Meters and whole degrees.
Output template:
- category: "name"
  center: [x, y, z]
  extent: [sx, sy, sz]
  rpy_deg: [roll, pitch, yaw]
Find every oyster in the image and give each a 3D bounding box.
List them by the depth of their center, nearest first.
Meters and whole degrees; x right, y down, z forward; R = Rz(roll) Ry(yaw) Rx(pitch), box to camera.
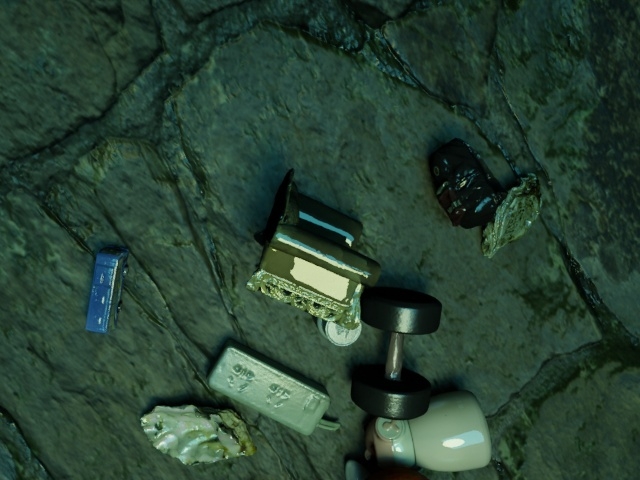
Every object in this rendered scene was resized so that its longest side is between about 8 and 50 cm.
- category: "oyster"
  center: [-0.234, 0.355, 1.007]
  extent: [0.209, 0.072, 0.132]
  rpy_deg: [-6, 105, 11]
- category: "oyster"
  center: [0.382, -0.053, 1.061]
  extent: [0.177, 0.064, 0.125]
  rpy_deg: [-40, 116, -13]

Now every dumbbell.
- category: "dumbbell"
  center: [0.141, 0.208, 1.003]
  extent: [0.153, 0.152, 0.218]
  rpy_deg: [5, 97, -10]

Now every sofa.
- category: "sofa"
  center: [0.000, 0.000, 0.902]
  extent: [0.200, 0.258, 0.182]
  rpy_deg: [26, 106, -11]

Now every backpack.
- category: "backpack"
  center: [0.263, -0.104, 0.992]
  extent: [0.106, 0.120, 0.165]
  rpy_deg: [-29, 68, -3]

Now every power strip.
- category: "power strip"
  center: [-0.078, 0.297, 1.029]
  extent: [0.288, 0.053, 0.093]
  rpy_deg: [30, 91, -11]

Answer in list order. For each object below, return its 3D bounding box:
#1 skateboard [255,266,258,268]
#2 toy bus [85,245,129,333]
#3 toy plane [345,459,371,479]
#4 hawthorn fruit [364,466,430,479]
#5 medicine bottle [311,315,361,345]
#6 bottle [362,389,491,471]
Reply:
- category: "skateboard"
  center: [-0.076, 0.063, 0.998]
  extent: [0.083, 0.064, 0.032]
  rpy_deg: [0, 90, -21]
- category: "toy bus"
  center: [-0.380, 0.088, 0.945]
  extent: [0.051, 0.061, 0.153]
  rpy_deg: [11, 97, -6]
- category: "toy plane"
  center: [0.118, 0.556, 1.072]
  extent: [0.251, 0.101, 0.255]
  rpy_deg: [-28, 101, -17]
- category: "hawthorn fruit"
  center: [0.169, 0.496, 0.970]
  extent: [0.203, 0.163, 0.162]
  rpy_deg: [17, 94, -32]
- category: "medicine bottle"
  center: [0.030, 0.145, 0.987]
  extent: [0.080, 0.130, 0.080]
  rpy_deg: [-1, 98, -10]
- category: "bottle"
  center: [0.200, 0.386, 1.046]
  extent: [0.237, 0.147, 0.147]
  rpy_deg: [-9, 99, -1]
